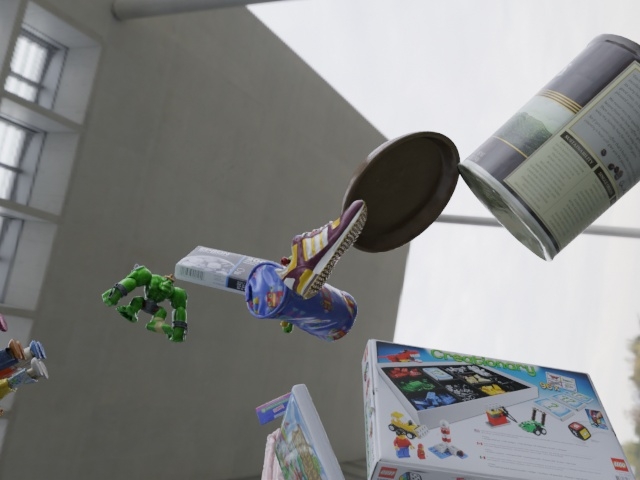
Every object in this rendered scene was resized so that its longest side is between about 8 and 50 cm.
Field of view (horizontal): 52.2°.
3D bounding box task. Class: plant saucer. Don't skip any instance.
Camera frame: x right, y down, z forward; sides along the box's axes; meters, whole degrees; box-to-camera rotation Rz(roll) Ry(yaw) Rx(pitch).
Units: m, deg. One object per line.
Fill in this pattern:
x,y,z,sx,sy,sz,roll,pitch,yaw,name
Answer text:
0.152,-0.096,1.269,0.277,0.041,0.278,-22,-42,-21,plant saucer

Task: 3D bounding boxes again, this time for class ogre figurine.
-0.364,0.129,1.412,0.097,0.196,0.118,130,159,-53,ogre figurine

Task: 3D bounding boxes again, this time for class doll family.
-0.544,0.218,1.037,0.163,0.118,0.263,-26,-24,-12,doll family

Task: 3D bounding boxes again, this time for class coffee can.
0.372,-0.133,0.965,0.275,0.201,0.201,-43,-35,4,coffee can

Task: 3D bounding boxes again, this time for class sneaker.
0.000,0.000,1.058,0.186,0.083,0.069,-55,-16,0,sneaker

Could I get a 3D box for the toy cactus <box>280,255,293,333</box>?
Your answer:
-0.059,0.137,1.760,0.180,0.112,0.219,-23,-70,-58,toy cactus

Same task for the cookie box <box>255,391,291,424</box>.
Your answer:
-0.097,0.371,1.445,0.107,0.091,0.040,116,132,-74,cookie box

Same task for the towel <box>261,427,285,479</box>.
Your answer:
0.006,0.522,1.099,0.332,0.053,0.317,58,-173,-12,towel

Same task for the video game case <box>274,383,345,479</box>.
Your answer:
-0.013,0.354,0.970,0.023,0.212,0.193,-8,-42,-23,video game case

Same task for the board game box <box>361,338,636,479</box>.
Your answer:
0.205,0.223,0.792,0.193,0.305,0.053,-87,8,-56,board game box

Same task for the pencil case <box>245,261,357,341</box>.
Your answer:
-0.041,0.139,1.431,0.306,0.133,0.120,29,-130,-53,pencil case

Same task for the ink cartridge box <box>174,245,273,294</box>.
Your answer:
-0.226,0.065,1.623,0.208,0.206,0.045,-58,-21,-71,ink cartridge box
